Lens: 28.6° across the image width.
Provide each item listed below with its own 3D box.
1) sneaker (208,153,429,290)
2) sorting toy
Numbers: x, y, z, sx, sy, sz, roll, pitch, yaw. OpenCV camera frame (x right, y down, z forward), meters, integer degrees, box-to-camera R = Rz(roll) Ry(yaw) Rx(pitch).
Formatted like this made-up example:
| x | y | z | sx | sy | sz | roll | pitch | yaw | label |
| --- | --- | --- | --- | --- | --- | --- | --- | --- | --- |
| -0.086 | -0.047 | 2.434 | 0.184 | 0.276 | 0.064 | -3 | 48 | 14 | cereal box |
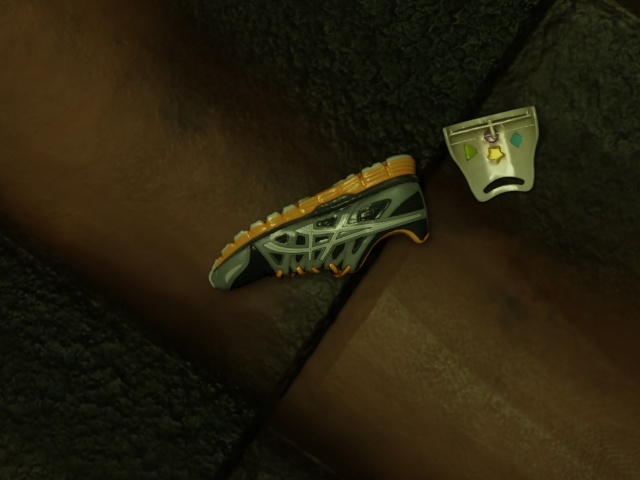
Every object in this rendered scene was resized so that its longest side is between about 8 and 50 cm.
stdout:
| x | y | z | sx | sy | sz | roll | pitch | yaw | label |
| --- | --- | --- | --- | --- | --- | --- | --- | --- | --- |
| 0.000 | 0.000 | 1.134 | 0.215 | 0.084 | 0.083 | -26 | 91 | 5 | sneaker |
| 0.159 | -0.076 | 1.138 | 0.083 | 0.045 | 0.075 | -13 | 95 | 6 | sorting toy |
